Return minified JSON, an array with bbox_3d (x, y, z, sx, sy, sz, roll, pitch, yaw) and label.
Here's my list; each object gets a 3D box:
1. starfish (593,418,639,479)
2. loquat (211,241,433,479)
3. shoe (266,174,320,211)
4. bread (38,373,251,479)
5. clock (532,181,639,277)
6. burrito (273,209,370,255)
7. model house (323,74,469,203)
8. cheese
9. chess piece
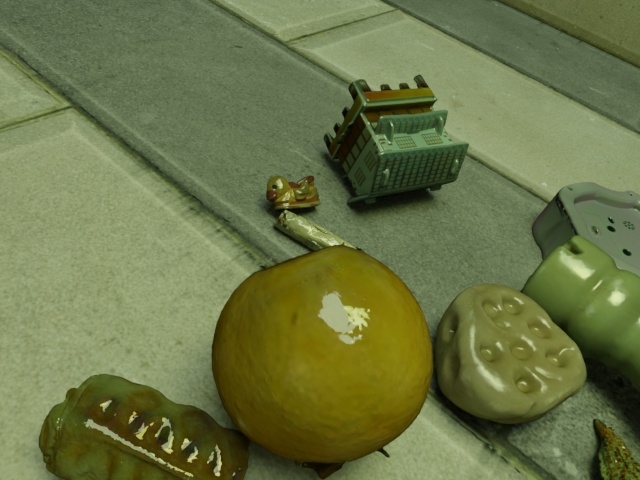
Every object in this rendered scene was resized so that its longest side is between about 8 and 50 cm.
[{"bbox_3d":[0.434,0.401,0.608,0.347,0.078,0.358,-20,51,-40],"label":"starfish"},{"bbox_3d":[0.003,0.143,0.599,0.275,0.274,0.274,9,45,-9],"label":"loquat"},{"bbox_3d":[-0.053,-0.090,0.945,0.109,0.072,0.069,-4,87,-16],"label":"shoe"},{"bbox_3d":[-0.199,0.236,0.566,0.232,0.088,0.128,23,52,-2],"label":"bread"},{"bbox_3d":[0.629,0.017,1.035,0.339,0.102,0.338,10,45,-10],"label":"clock"},{"bbox_3d":[0.000,0.000,0.892,0.185,0.041,0.045,30,63,10],"label":"burrito"},{"bbox_3d":[0.146,-0.194,1.018,0.224,0.198,0.215,-12,64,-29],"label":"model house"},{"bbox_3d":[0.281,0.176,0.753,0.218,0.117,0.235,31,47,9],"label":"cheese"},{"bbox_3d":[0.530,0.183,0.761,0.234,0.234,0.442,-22,54,-34],"label":"chess piece"}]
